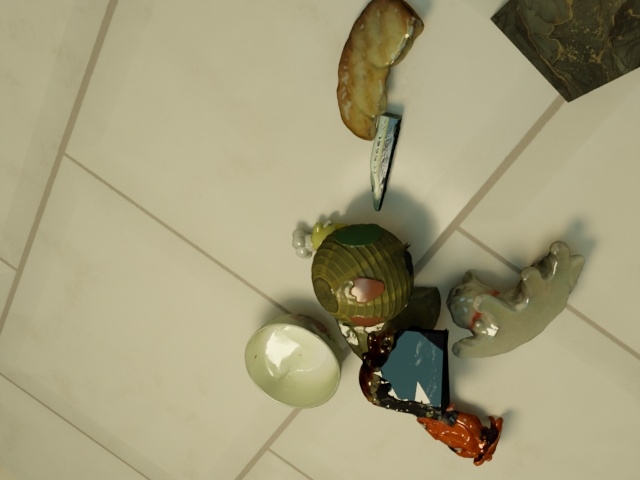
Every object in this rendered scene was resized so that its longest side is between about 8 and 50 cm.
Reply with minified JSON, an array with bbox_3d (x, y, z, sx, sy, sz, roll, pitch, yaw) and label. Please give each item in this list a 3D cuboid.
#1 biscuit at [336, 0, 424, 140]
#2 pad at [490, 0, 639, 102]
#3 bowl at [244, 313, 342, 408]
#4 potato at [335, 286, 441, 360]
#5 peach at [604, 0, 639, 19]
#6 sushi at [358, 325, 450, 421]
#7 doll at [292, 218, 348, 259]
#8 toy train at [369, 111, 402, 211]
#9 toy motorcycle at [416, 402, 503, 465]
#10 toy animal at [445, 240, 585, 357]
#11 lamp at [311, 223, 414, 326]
[{"bbox_3d":[0.110,-0.380,1.187,0.154,0.045,0.299,36,118,23],"label":"biscuit"},{"bbox_3d":[0.469,-0.387,0.952,0.247,0.367,0.007,44,79,-5],"label":"pad"},{"bbox_3d":[-0.060,0.316,1.512,0.276,0.145,0.277,6,113,15],"label":"bowl"},{"bbox_3d":[0.186,0.193,1.403,0.255,0.112,0.270,-26,105,25],"label":"potato"},{"bbox_3d":[0.575,-0.488,0.909,0.280,0.238,0.281,-2,70,6],"label":"peach"},{"bbox_3d":[0.193,0.308,1.264,0.212,0.227,0.216,1,85,15],"label":"sushi"},{"bbox_3d":[0.000,0.000,1.400,0.162,0.062,0.106,-10,110,20],"label":"doll"},{"bbox_3d":[0.143,-0.181,1.281,0.051,0.052,0.234,17,117,13],"label":"toy train"},{"bbox_3d":[0.359,0.484,1.461,0.326,0.148,0.221,46,141,-13],"label":"toy motorcycle"},{"bbox_3d":[0.443,0.114,1.277,0.265,0.188,0.308,10,109,-12],"label":"toy animal"},{"bbox_3d":[0.116,0.073,1.283,0.250,0.284,0.251,33,137,38],"label":"lamp"}]
